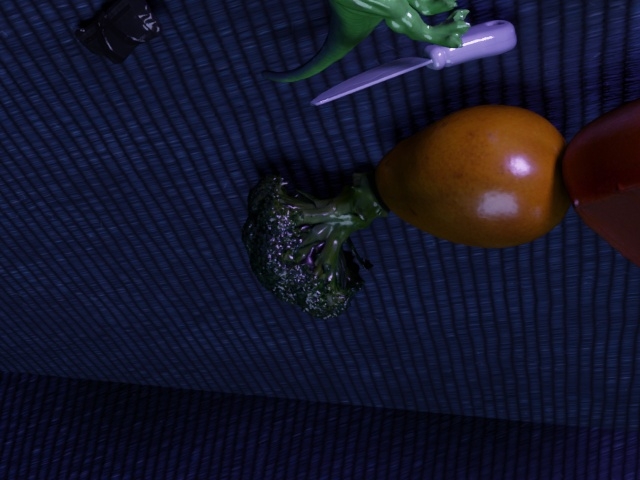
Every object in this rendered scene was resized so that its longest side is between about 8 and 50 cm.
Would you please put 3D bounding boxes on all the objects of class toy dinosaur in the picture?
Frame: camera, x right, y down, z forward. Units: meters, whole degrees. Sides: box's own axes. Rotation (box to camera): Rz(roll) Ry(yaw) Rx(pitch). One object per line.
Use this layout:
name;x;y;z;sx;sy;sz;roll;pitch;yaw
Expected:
toy dinosaur;0.001;-0.359;1.812;0.500;0.144;0.374;-16;141;37

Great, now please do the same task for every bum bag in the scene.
bum bag;-0.308;-0.330;2.105;0.087;0.049;0.198;45;145;-16

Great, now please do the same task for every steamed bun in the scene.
steamed bun;0.562;-0.087;2.070;0.379;0.248;0.235;32;149;-25

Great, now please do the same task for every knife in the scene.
knife;0.126;-0.249;1.923;0.331;0.044;0.080;-20;-156;-15

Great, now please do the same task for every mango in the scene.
mango;0.249;-0.098;2.219;0.264;0.221;0.378;22;164;-36

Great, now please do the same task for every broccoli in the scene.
broccoli;0.000;0.000;2.502;0.297;0.297;0.297;-29;141;23
